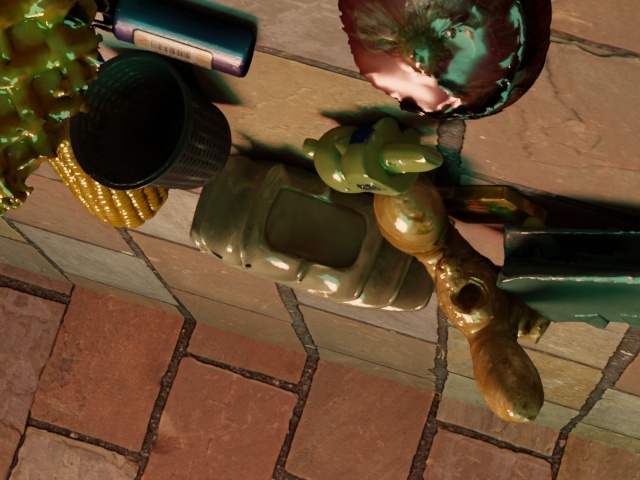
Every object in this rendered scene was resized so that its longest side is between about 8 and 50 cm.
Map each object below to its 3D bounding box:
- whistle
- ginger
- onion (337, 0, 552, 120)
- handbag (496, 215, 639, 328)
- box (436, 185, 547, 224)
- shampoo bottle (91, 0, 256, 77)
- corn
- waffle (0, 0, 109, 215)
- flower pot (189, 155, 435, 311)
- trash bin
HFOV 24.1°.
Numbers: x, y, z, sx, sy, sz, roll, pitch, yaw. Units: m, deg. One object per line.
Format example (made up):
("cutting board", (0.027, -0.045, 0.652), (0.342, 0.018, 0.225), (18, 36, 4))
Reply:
("whistle", (0.066, -0.100, 1.792), (0.105, 0.085, 0.227), (25, 167, -30))
("ginger", (0.190, 0.053, 1.998), (0.363, 0.122, 0.348), (51, -170, 0))
("onion", (0.108, -0.193, 1.245), (0.184, 0.147, 0.184), (8, 123, 13))
("handbag", (0.383, 0.043, 1.924), (0.269, 0.100, 0.274), (1, 165, 33))
("box", (0.212, -0.046, 1.968), (0.089, 0.022, 0.156), (27, 165, -39))
("shampoo bottle", (-0.163, -0.228, 1.637), (0.183, 0.050, 0.087), (17, 170, 1))
("corn", (-0.308, -0.120, 2.107), (0.144, 0.144, 0.387), (15, 167, 12))
("waffle", (-0.428, -0.189, 1.557), (0.380, 0.382, 0.095), (25, -159, -19))
("flower pot", (0.000, 0.000, 2.145), (0.368, 0.164, 0.254), (19, 173, -5))
("trash bin", (-0.195, -0.133, 1.876), (0.175, 0.175, 0.161), (11, 176, 29))
